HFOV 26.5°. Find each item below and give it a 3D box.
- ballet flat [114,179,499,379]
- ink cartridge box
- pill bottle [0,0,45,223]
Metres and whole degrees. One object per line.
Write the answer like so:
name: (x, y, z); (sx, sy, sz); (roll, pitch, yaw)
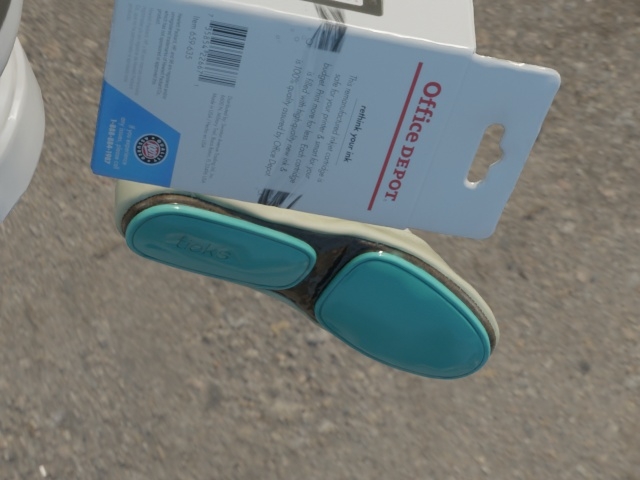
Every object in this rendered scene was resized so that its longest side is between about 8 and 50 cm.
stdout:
ballet flat: (0.000, 0.000, 0.762); (0.248, 0.086, 0.086); (26, 95, -29)
ink cartridge box: (0.000, -0.068, 0.581); (0.180, 0.060, 0.104); (10, 134, -9)
pill bottle: (-0.242, -0.138, 0.548); (0.210, 0.210, 0.363); (-28, 149, -10)
